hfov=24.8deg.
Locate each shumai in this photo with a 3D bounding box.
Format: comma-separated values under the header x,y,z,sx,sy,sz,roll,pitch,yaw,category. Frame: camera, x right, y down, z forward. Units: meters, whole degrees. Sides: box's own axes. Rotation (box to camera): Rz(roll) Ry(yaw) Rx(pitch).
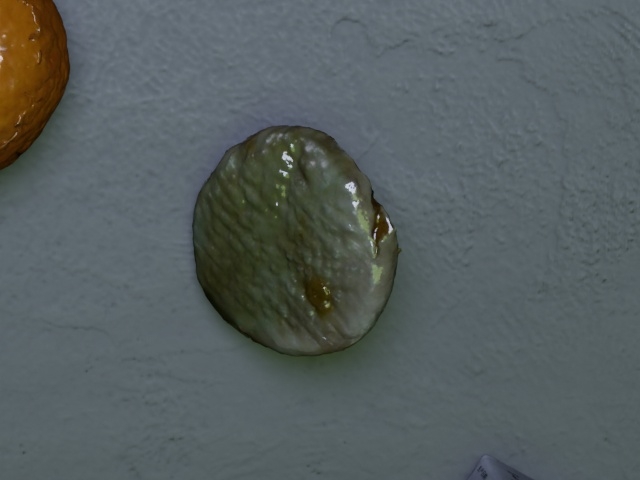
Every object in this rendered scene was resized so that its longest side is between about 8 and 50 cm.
x,y,z,sx,sy,sz,roll,pitch,yaw,category
0.000,0.000,1.179,0.201,0.120,0.201,11,108,35,shumai

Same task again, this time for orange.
x,y,z,sx,sy,sz,roll,pitch,yaw,category
-0.285,-0.139,1.083,0.193,0.161,0.193,-3,103,-14,orange

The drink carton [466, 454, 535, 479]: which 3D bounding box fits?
x,y,z,sx,sy,sz,roll,pitch,yaw,category
0.222,0.294,1.277,0.222,0.134,0.102,30,100,-14,drink carton
